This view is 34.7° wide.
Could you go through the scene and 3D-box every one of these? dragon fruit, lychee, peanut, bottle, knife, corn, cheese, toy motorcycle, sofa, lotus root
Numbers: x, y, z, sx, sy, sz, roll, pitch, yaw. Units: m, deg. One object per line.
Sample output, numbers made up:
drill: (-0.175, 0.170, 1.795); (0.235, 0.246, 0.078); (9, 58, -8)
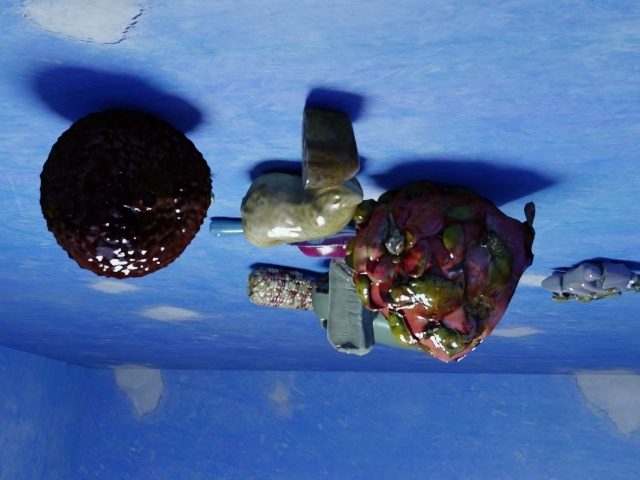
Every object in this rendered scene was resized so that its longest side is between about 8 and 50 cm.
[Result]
dragon fruit: (0.170, 0.018, 1.738); (0.263, 0.314, 0.296); (27, -179, -19)
lychee: (-0.293, -0.070, 1.517); (0.261, 0.260, 0.260); (4, 165, 1)
peanut: (-0.034, -0.059, 1.719); (0.253, 0.122, 0.137); (-7, 152, 29)
bottle: (0.138, 0.154, 2.353); (0.347, 0.168, 0.168); (14, 162, -34)
knife: (-0.102, -0.029, 2.041); (0.244, 0.032, 0.058); (-3, 166, 8)
corn: (-0.035, 0.119, 2.429); (0.290, 0.098, 0.098); (6, 165, -19)
cheese: (0.000, 0.000, 2.021); (0.155, 0.062, 0.244); (-5, -175, -32)
toy motorcycle: (0.577, 0.087, 2.168); (0.225, 0.073, 0.152); (-9, 159, 36)
sofa: (0.114, 0.126, 2.116); (0.176, 0.225, 0.210); (1, 172, 8)
lotus root: (0.008, -0.134, 1.456); (0.081, 0.112, 0.122); (-9, 177, -4)

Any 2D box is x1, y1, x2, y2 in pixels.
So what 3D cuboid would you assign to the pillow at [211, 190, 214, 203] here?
pillow: (-0.284, -0.090, 1.758); (0.181, 0.077, 0.134); (1, 165, 16)
